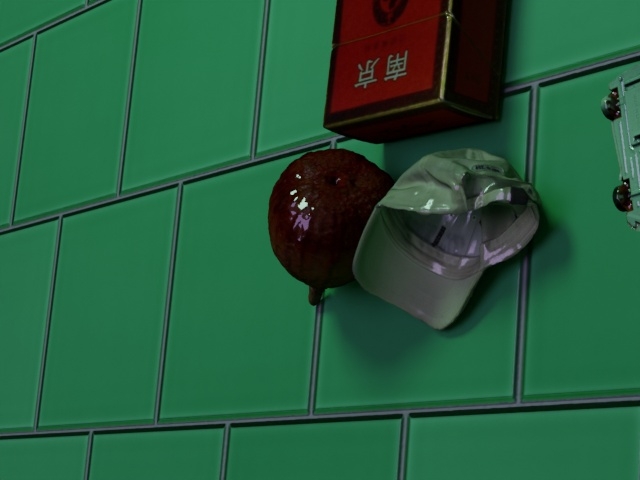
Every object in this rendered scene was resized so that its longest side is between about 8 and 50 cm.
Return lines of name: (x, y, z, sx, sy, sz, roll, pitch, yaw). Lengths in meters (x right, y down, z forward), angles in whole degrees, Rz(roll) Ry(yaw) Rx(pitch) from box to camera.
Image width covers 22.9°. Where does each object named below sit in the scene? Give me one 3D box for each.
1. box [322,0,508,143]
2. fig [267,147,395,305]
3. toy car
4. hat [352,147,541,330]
box: (0.082, -0.208, 1.298, 0.153, 0.074, 0.240, -6, 74, 48)
fig: (0.000, -0.014, 1.317, 0.153, 0.119, 0.119, 148, 127, -62)
toy car: (0.229, -0.065, 1.086, 0.059, 0.035, 0.122, -21, 71, 48)
hat: (0.101, -0.003, 1.218, 0.122, 0.081, 0.166, 29, 124, 14)
